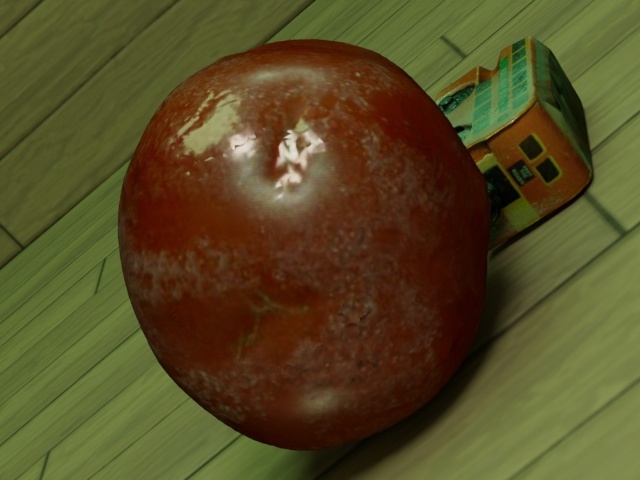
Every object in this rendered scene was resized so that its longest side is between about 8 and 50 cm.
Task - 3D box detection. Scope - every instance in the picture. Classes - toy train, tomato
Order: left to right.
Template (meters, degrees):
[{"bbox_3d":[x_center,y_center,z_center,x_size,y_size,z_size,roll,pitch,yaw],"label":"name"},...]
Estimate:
[{"bbox_3d":[0.001,-0.002,0.767,0.189,0.232,0.232,-4,29,18],"label":"tomato"},{"bbox_3d":[0.122,-0.064,0.907,0.099,0.072,0.188,-30,17,18],"label":"toy train"}]
